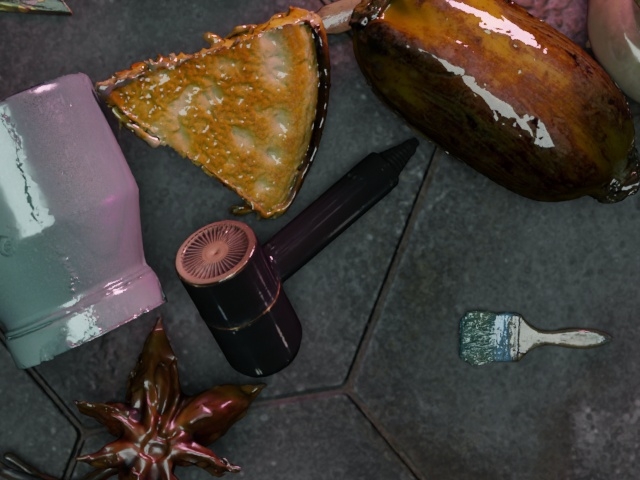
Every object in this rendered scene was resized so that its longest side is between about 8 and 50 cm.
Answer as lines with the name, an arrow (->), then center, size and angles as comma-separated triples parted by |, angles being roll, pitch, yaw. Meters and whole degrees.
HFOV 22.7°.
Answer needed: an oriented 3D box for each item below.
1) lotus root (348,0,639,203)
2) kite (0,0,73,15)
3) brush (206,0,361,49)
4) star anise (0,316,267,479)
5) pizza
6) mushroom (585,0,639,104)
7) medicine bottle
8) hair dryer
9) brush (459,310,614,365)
lotus root -> 0.214, -0.177, 1.900 | 0.397, 0.179, 0.196 | 36, 94, -3
kite -> -0.449, -0.368, 1.950 | 0.234, 0.016, 0.321 | -37, 93, 2
brush -> -0.018, -0.258, 1.960 | 0.248, 0.036, 0.043 | -19, 100, -1
star anise -> -0.233, 0.232, 1.936 | 0.346, 0.148, 0.237 | -20, 72, 2
pizza -> -0.114, -0.133, 1.920 | 0.288, 0.074, 0.251 | -16, 111, -11
mushroom -> 0.446, -0.281, 1.843 | 0.293, 0.290, 0.292 | 1, 95, 14
medicine bottle -> -0.323, -0.019, 1.859 | 0.245, 0.245, 0.290 | -24, 93, 0
hair dryer -> 0.000, 0.000, 1.943 | 0.352, 0.107, 0.189 | -39, 133, -16
brush -> 0.272, 0.123, 2.000 | 0.196, 0.021, 0.070 | 1, 95, -2
